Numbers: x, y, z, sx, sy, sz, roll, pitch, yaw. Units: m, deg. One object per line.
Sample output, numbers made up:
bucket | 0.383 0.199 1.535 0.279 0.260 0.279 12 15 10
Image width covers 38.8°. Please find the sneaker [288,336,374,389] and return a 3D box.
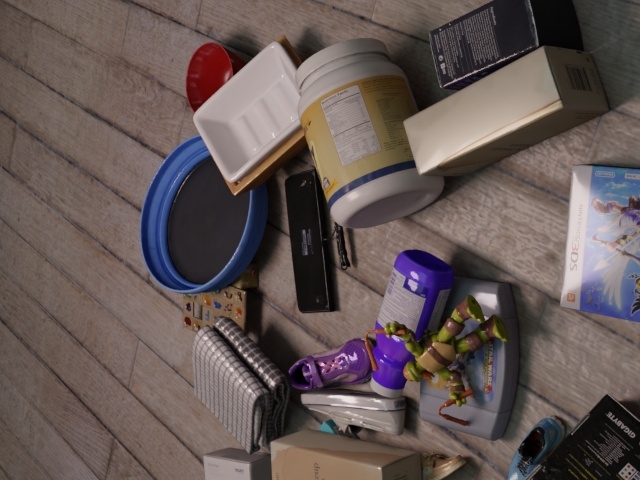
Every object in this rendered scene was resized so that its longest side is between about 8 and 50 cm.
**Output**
sneaker | 0.020 0.274 1.949 0.236 0.104 0.095 -25 74 42

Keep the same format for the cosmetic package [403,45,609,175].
cosmetic package | 0.316 -0.216 1.575 0.309 0.160 0.113 -26 75 44

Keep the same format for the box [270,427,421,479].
box | 0.048 0.483 1.838 0.311 0.121 0.148 -2 94 44

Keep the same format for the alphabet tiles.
alphabet tiles | -0.260 0.150 2.212 0.237 0.009 0.198 17 110 42

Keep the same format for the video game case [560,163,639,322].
video game case | 0.523 0.009 1.452 0.269 0.061 0.245 10 101 44

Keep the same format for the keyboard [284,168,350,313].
keyboard | 0.000 0.000 2.000 0.201 0.033 0.317 -8 88 52

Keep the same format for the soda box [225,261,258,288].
soda box | -0.231 0.082 2.219 0.181 0.058 0.061 2 94 46

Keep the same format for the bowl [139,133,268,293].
bowl | -0.281 -0.061 2.184 0.391 0.077 0.392 -12 70 37

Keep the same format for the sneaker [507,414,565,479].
sneaker | 0.369 0.382 1.624 0.063 0.073 0.162 39 119 36

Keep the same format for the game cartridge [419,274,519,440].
game cartridge | 0.280 0.218 1.719 0.198 0.062 0.298 7 98 49

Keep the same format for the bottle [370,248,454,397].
bottle | 0.164 0.163 1.730 0.118 0.092 0.283 34 116 43

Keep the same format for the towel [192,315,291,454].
towel | -0.178 0.333 2.090 0.235 0.121 0.284 42 148 26

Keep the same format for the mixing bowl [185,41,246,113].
mixing bowl | -0.228 -0.373 2.153 0.181 0.098 0.182 4 96 44

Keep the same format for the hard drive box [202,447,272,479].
hard drive box | -0.189 0.631 2.196 0.181 0.089 0.232 -4 91 45

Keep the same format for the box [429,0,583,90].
box | 0.319 -0.340 1.566 0.207 0.153 0.108 -18 81 45

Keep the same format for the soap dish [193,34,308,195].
soap dish | -0.121 -0.268 1.991 0.291 0.118 0.229 -39 65 19

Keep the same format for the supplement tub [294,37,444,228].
supplement tub | 0.087 -0.204 1.756 0.228 0.228 0.316 -31 71 42

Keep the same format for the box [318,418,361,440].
box | 0.003 0.511 2.013 0.100 0.060 0.244 48 124 32

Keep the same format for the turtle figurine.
turtle figurine | 0.231 0.205 1.646 0.269 0.087 0.217 44 115 -12

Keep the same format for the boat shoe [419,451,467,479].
boat shoe | 0.215 0.448 1.793 0.170 0.063 0.059 -37 74 41

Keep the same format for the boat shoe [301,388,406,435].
boat shoe | 0.067 0.364 1.920 0.267 0.096 0.088 -3 88 36

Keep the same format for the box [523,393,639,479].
box | 0.491 0.442 1.427 0.257 0.079 0.322 -49 56 3
